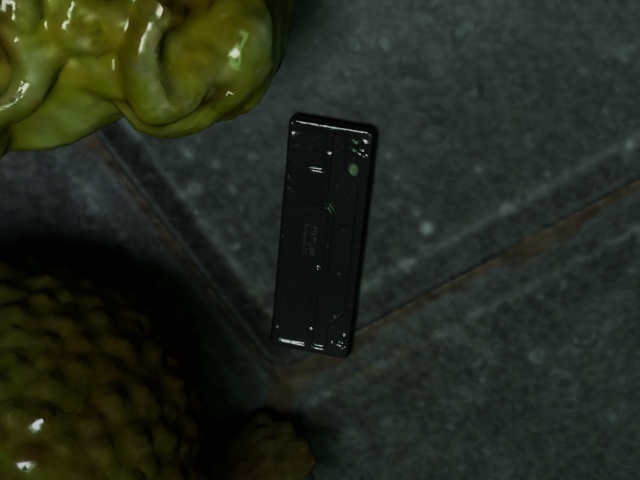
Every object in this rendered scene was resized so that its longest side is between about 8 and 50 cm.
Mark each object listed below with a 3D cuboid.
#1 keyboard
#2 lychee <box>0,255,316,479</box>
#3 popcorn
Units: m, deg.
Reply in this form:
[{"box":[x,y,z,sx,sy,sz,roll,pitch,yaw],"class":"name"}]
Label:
[{"box":[0.000,0.000,1.114,0.053,0.010,0.155,11,118,8],"class":"keyboard"},{"box":[-0.183,0.141,1.083,0.270,0.320,0.270,8,107,28],"class":"lychee"},{"box":[-0.170,-0.144,0.965,0.286,0.174,0.225,-5,145,13],"class":"popcorn"}]
